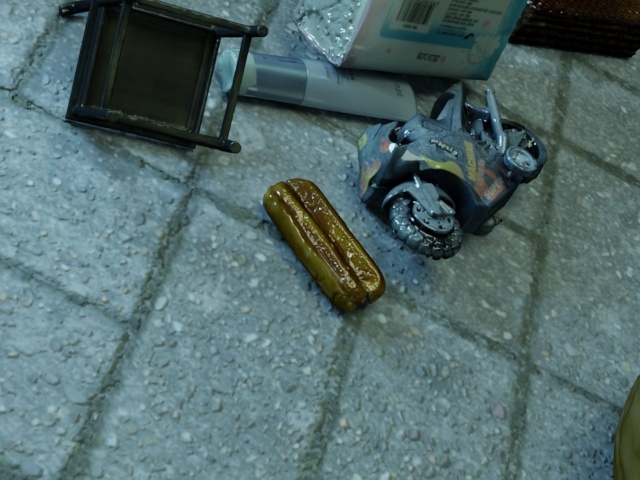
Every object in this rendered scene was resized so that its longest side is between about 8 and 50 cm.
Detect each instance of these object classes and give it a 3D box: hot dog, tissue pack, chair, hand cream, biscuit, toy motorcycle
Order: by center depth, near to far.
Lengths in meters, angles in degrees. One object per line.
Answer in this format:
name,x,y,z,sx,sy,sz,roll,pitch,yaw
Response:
chair,-0.175,-0.176,1.367,0.155,0.141,0.260,13,2,-24
hot dog,0.000,0.000,1.378,0.071,0.045,0.165,-20,65,-41
toy motorcycle,0.139,-0.086,1.505,0.173,0.108,0.307,38,39,11
hand cream,0.003,-0.180,1.546,0.255,0.048,0.079,6,55,-33
tissue pack,0.121,-0.300,1.592,0.271,0.201,0.124,-1,30,-44
biscuit,0.351,-0.322,1.883,0.252,0.070,0.106,3,52,-32

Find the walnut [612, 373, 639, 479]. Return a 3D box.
walnut,0.458,0.234,1.275,0.354,0.308,0.397,2,42,13
